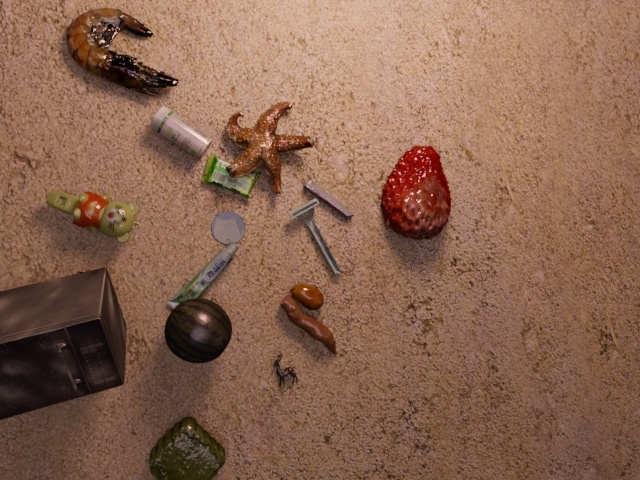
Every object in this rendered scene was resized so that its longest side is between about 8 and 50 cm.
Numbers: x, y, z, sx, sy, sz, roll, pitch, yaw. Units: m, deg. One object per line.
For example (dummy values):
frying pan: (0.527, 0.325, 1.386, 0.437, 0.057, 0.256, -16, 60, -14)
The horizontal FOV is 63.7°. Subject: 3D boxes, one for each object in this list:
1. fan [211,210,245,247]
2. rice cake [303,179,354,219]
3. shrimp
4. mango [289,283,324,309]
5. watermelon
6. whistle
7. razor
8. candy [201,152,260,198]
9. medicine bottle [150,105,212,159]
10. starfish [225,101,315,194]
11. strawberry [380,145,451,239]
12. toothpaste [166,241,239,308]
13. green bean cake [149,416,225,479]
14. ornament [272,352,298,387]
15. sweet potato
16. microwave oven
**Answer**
fan: (-0.314, -0.011, 1.747, 0.113, 0.005, 0.175, 1, 92, -10)
rice cake: (0.029, -0.139, 1.797, 0.208, 0.033, 0.033, 36, 76, -12)
shrimp: (-0.612, -0.604, 1.629, 0.365, 0.071, 0.233, 20, 84, -7)
mango: (-0.044, 0.192, 1.781, 0.127, 0.063, 0.077, 31, 78, -10)
watermelon: (-0.392, 0.288, 1.646, 0.212, 0.212, 0.212, -1, 93, -11)
whistle: (-0.706, -0.089, 1.613, 0.289, 0.106, 0.131, 19, 82, -12)
razor: (-0.002, -0.001, 1.794, 0.111, 0.056, 0.277, -29, 105, -7)
candy: (-0.299, -0.214, 1.726, 0.178, 0.032, 0.102, 19, 86, -11)
medicine bottle: (-0.447, -0.346, 1.662, 0.183, 0.086, 0.086, 34, 86, -11)
starfish: (-0.168, -0.309, 1.704, 0.303, 0.113, 0.311, -7, 86, -10)
strawberry: (0.354, -0.171, 1.803, 0.265, 0.149, 0.336, 7, 91, -10)
toothpaste: (-0.385, 0.123, 1.720, 0.075, 0.048, 0.297, 43, 90, -11)
green bean cake: (-0.439, 0.720, 1.706, 0.214, 0.113, 0.200, 44, 85, -10)
ornament: (-0.125, 0.449, 1.799, 0.073, 0.028, 0.125, -16, 98, -10)
sweet potato: (-0.029, 0.301, 1.791, 0.281, 0.059, 0.067, 43, 113, -8)
microwave oven: (-0.811, 0.287, 1.480, 0.432, 0.374, 0.236, -13, 118, -13)
